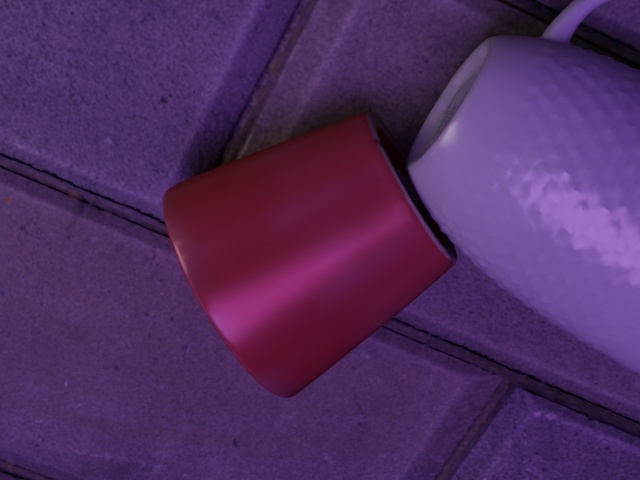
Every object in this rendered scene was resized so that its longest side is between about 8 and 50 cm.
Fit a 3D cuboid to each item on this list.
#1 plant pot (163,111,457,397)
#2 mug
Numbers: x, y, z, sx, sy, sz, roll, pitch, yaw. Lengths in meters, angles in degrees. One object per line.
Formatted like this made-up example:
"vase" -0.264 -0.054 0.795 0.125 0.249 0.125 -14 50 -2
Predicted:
"plant pot" 0.000 0.000 1.729 0.243 0.275 0.275 -31 116 10
"mug" 0.295 -0.100 1.650 0.328 0.276 0.374 31 89 -8
